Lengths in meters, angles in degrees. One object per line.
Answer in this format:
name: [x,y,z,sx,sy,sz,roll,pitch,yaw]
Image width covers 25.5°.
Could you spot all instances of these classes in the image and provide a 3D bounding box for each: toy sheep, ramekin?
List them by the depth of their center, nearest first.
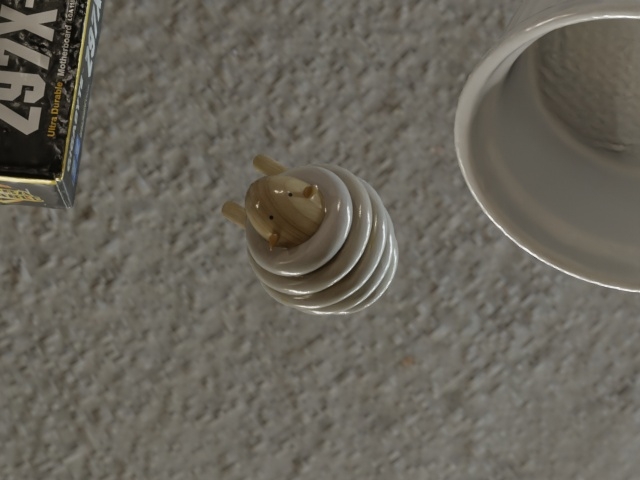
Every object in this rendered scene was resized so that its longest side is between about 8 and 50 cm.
toy sheep: [0.000,0.000,0.790,0.091,0.091,0.132,-46,142,8]
ramekin: [0.255,-0.102,1.101,0.277,0.277,0.135,82,25,-43]

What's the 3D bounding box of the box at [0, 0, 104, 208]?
box: [-0.303,-0.193,1.117,0.257,0.322,0.079,6,161,-2]
